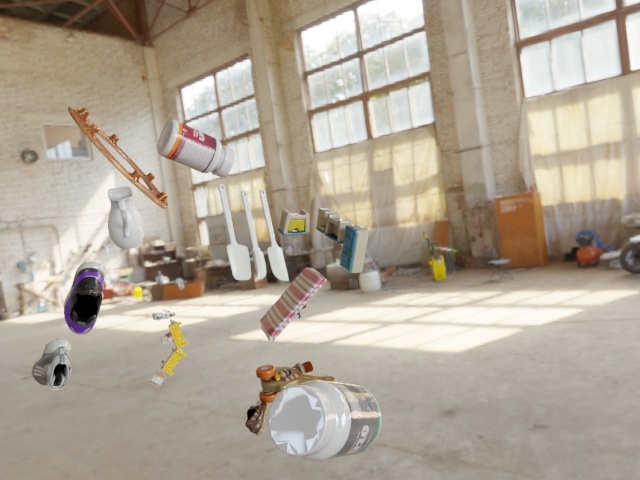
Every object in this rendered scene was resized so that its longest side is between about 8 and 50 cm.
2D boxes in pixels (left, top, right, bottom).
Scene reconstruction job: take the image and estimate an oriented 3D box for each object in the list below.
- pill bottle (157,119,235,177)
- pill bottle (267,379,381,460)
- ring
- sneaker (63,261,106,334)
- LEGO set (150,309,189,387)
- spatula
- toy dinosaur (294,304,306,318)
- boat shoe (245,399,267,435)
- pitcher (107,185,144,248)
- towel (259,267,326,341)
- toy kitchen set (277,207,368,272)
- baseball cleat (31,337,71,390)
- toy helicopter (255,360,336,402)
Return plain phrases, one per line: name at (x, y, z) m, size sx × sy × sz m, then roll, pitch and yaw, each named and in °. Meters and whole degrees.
pill bottle at (-0.391, -0.285, 1.689) m, size 0.221 × 0.121 × 0.121 m, roll 20°, pitch -16°, yaw -36°
pill bottle at (0.017, 0.496, 1.477) m, size 0.204 × 0.204 × 0.361 m, roll -7°, pitch -19°, yaw 26°
ring at (-0.499, -0.212, 1.352) m, size 0.032 × 0.337 × 0.336 m, roll -43°, pitch 5°, yaw -3°
sneaker at (-0.718, 0.212, 1.606) m, size 0.102 × 0.293 × 0.146 m, roll 8°, pitch 39°, yaw -25°
LEGO set at (-0.575, 0.401, 2.012) m, size 0.132 × 0.287 × 0.107 m, roll 2°, pitch 5°, yaw -27°
spatula at (-0.159, -0.021, 1.233) m, size 0.168 × 0.242 × 0.019 m, roll 3°, pitch -25°, yaw -43°
toy dinosaur at (-0.089, 0.244, 1.859) m, size 0.090 × 0.047 × 0.082 m, roll -41°, pitch 32°, yaw -4°
boat shoe at (-0.258, 0.691, 2.123) m, size 0.073 × 0.073 × 0.207 m, roll 35°, pitch 5°, yaw -8°
pitcher at (-0.697, -0.068, 1.899) m, size 0.125 × 0.207 × 0.178 m, roll -8°, pitch 27°, yaw -17°
towel at (-0.069, 0.152, 1.286) m, size 0.197 × 0.029 × 0.144 m, roll -49°, pitch 15°, yaw -4°
toy kitchen set at (0.000, 0.000, 1.451) m, size 0.166 × 0.122 × 0.207 m, roll -4°, pitch 21°, yaw -30°
baseball cleat at (-0.636, 0.315, 1.256) m, size 0.072 × 0.110 × 0.206 m, roll 3°, pitch -40°, yaw -32°
toy helicopter at (-0.085, 0.586, 2.256) m, size 0.354 × 0.140 × 0.235 m, roll -2°, pitch 10°, yaw 29°
